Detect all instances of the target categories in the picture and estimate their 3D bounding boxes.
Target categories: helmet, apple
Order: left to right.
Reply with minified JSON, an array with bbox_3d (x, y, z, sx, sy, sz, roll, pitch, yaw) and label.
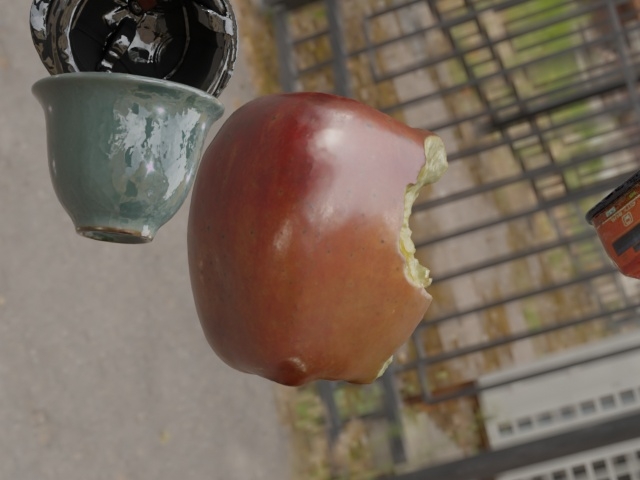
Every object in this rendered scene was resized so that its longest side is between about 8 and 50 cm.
[{"bbox_3d":[-0.249,-0.269,2.036,0.279,0.230,0.160,25,6,-27],"label":"helmet"},{"bbox_3d":[-0.007,0.002,0.896,0.147,0.156,0.158,17,86,-28],"label":"apple"}]

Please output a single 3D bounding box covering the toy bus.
[{"bbox_3d":[0.454,-0.003,1.948,0.265,0.121,0.120,12,49,-39],"label":"toy bus"}]

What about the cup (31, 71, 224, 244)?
[{"bbox_3d":[-0.203,-0.076,1.642,0.199,0.199,0.150,28,65,-68],"label":"cup"}]
